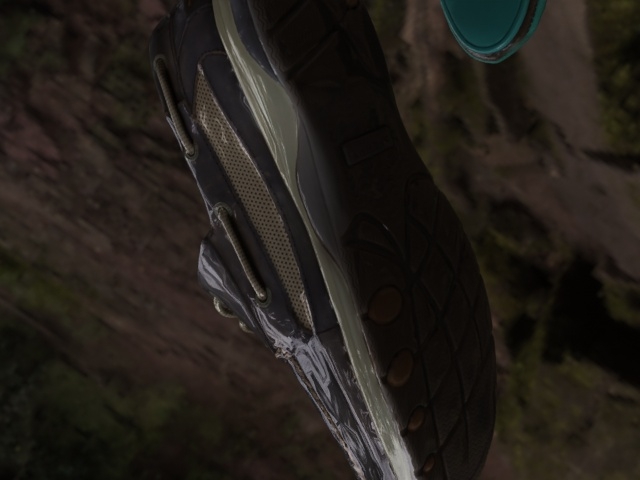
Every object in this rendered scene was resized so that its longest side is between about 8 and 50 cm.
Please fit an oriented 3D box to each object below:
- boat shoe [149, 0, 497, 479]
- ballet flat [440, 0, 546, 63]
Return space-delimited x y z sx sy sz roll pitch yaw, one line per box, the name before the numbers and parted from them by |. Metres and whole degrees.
boat shoe | 0.000 0.000 0.851 0.132 0.130 0.355 -19 -89 -50
ballet flat | 0.109 -0.235 0.909 0.087 0.083 0.247 -5 -98 -62
